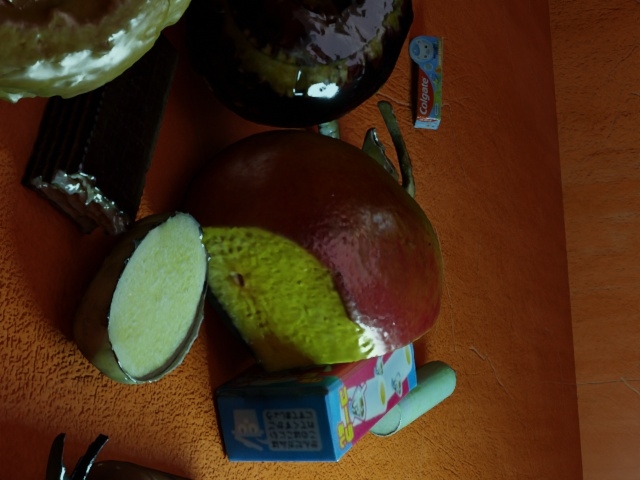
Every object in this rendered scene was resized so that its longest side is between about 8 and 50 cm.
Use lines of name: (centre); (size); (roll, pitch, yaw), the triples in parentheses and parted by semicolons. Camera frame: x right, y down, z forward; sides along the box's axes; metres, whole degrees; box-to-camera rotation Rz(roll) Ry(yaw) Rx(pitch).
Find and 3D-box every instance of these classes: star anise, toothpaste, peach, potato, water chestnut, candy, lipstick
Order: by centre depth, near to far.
potato: (-0.193, 0.055, 1.057); (0.200, 0.081, 0.164); (-63, 147, -46)
peach: (0.000, 0.000, 1.279); (0.380, 0.242, 0.306); (-20, 91, -60)
water chestnut: (-0.036, -0.266, 1.284); (0.300, 0.300, 0.300); (-7, 90, -65)
candy: (0.006, 0.195, 1.351); (0.306, 0.157, 0.100); (-26, 108, -64)
star anise: (0.088, -0.030, 1.613); (0.292, 0.109, 0.349); (92, 8, -49)
lipstick: (0.160, 0.269, 1.763); (0.304, 0.076, 0.076); (-12, 95, -65)
toothpaste: (0.208, -0.320, 2.050); (0.044, 0.070, 0.193); (100, -5, -67)

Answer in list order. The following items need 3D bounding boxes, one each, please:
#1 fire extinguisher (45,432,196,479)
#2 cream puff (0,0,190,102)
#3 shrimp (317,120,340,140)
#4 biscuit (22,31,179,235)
fire extinguisher: (-0.165, 0.317, 1.006); (0.376, 0.113, 0.200); (40, 49, -56)
cream puff: (-0.259, -0.271, 0.794); (0.343, 0.231, 0.327); (-16, 121, -22)
shrimp: (0.005, -0.130, 1.520); (0.166, 0.049, 0.161); (76, 21, -57)
biscuit: (-0.220, -0.127, 1.051); (0.106, 0.070, 0.252); (49, 41, -49)
